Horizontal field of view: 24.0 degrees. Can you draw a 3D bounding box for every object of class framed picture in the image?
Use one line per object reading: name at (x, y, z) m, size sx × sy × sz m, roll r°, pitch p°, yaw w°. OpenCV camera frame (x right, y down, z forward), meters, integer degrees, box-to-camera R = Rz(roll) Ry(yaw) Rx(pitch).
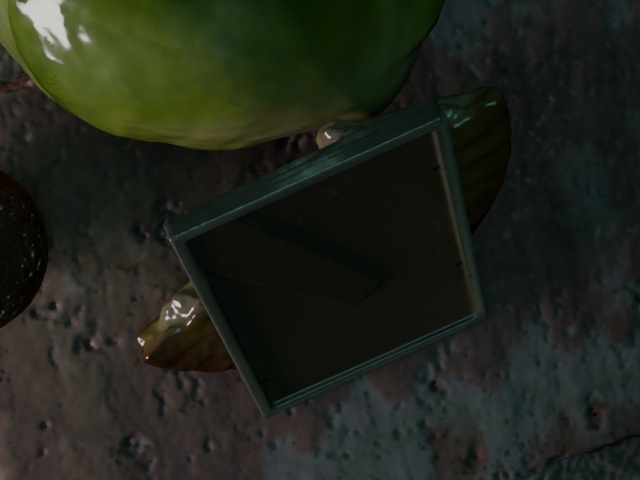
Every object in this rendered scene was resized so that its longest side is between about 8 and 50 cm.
framed picture at (0.012, 0.018, 0.811) m, size 0.150 × 0.203 × 0.015 m, roll -25°, pitch 56°, yaw -2°

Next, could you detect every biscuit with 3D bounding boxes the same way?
biscuit at (0.000, -0.001, 0.821) m, size 0.228 × 0.176 × 0.031 m, roll -22°, pitch 54°, yaw -6°

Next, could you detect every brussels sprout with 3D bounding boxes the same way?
brussels sprout at (-0.063, -0.184, 0.768) m, size 0.259 × 0.227 × 0.294 m, roll -41°, pitch 131°, yaw -7°

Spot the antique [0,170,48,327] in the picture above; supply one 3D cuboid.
antique at (-0.200, 0.005, 0.830) m, size 0.104 × 0.104 × 0.104 m, roll 0°, pitch 92°, yaw -4°
